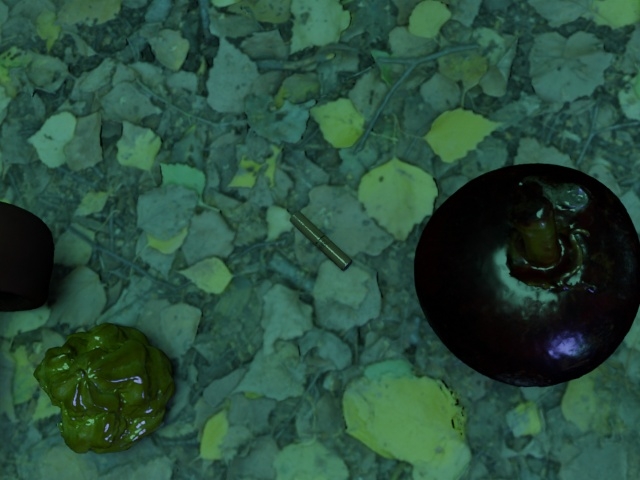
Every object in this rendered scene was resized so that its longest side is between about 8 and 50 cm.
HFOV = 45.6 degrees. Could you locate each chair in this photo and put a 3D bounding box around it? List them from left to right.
[{"bbox_3d":[-0.427,0.165,0.854,0.227,0.226,0.400,-1,75,9],"label":"chair"}]

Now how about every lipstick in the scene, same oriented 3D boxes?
[{"bbox_3d":[0.000,0.000,0.929,0.094,0.019,0.019,42,86,16],"label":"lipstick"}]

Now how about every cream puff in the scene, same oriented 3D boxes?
[{"bbox_3d":[-0.243,0.166,0.866,0.121,0.156,0.156,-12,74,17],"label":"cream puff"}]

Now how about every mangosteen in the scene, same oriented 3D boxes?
[{"bbox_3d":[0.212,0.024,0.763,0.236,0.261,0.235,-3,73,8],"label":"mangosteen"}]
